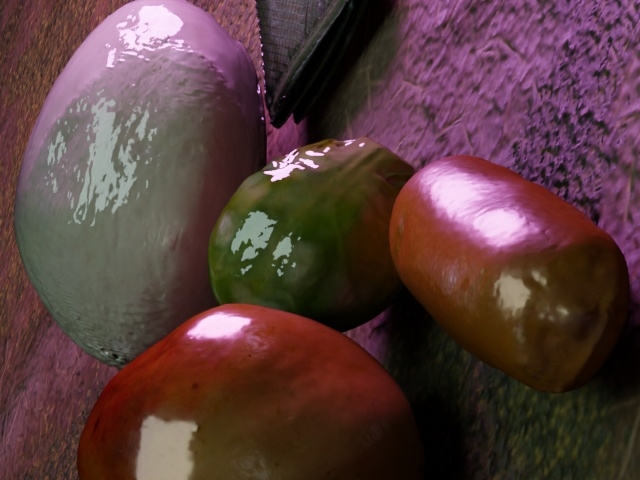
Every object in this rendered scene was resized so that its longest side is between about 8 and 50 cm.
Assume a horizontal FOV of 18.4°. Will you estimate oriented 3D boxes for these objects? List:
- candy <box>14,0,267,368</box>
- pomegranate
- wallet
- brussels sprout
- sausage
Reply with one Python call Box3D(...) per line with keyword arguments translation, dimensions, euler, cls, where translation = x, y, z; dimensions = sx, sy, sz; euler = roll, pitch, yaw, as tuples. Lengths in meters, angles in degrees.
Box3D(translation=(-0.143, -0.045, 1.542), dimensions=(0.295, 0.185, 0.295), euler=(-176, 90, -77), cls="candy")
Box3D(translation=(-0.044, 0.141, 1.168), dimensions=(0.209, 0.209, 0.209), euler=(-50, 31, 45), cls="pomegranate")
Box3D(translation=(-0.004, -0.220, 1.549), dimensions=(0.160, 0.055, 0.236), euler=(122, 150, -43), cls="wallet")
Box3D(translation=(-0.002, -0.002, 1.259), dimensions=(0.155, 0.117, 0.155), euler=(-43, 18, 18), cls="brussels sprout")
Box3D(translation=(0.098, 0.015, 1.075), dimensions=(0.098, 0.098, 0.238), euler=(-69, 21, 9), cls="sausage")
